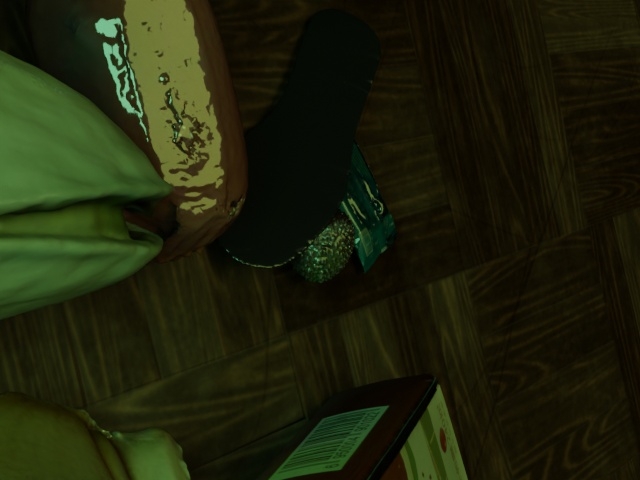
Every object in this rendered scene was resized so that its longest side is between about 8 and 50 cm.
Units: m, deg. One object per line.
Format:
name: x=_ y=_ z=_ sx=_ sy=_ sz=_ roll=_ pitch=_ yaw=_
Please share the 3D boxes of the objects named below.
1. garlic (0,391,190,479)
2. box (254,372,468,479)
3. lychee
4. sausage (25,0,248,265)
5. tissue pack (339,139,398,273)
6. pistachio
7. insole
garlic: x=-0.182 y=0.205 z=0.785 sx=0.217 sy=0.228 sz=0.110 roll=25 pitch=106 yaw=-30
box: x=0.065 y=0.352 z=0.986 sx=0.344 sy=0.122 sz=0.385 roll=-31 pitch=106 yaw=-69
lychee: x=0.000 y=0.000 z=1.120 sx=0.068 sy=0.067 sz=0.083 roll=-44 pitch=140 yaw=-73
sausage: x=-0.146 y=-0.118 z=0.918 sx=0.152 sy=0.152 sz=0.279 roll=-21 pitch=99 yaw=-50
tissue pack: x=0.040 y=-0.045 z=1.213 sx=0.085 sy=0.028 sz=0.138 roll=-44 pitch=111 yaw=-45
pistachio: x=-0.248 y=-0.036 z=0.723 sx=0.332 sy=0.226 sz=0.207 roll=10 pitch=95 yaw=-39
insole: x=-0.015 y=-0.108 z=1.136 sx=0.119 sy=0.009 sz=0.348 roll=27 pitch=54 yaw=-9
